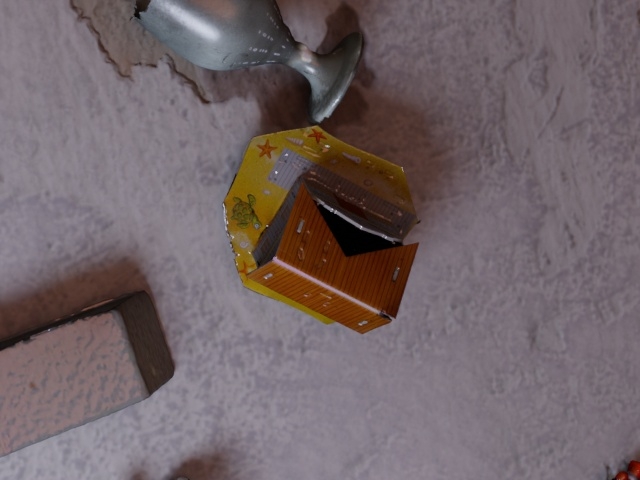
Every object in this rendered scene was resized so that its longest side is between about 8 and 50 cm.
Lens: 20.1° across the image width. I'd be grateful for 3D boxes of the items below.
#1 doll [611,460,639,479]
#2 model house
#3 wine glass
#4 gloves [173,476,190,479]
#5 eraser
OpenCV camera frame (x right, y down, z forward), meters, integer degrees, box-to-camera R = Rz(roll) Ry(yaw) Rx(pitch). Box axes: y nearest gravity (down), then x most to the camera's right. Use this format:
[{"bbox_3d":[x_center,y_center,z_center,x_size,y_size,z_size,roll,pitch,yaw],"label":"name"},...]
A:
[{"bbox_3d":[0.337,0.351,2.137,0.194,0.062,0.104,-53,143,-18],"label":"doll"},{"bbox_3d":[0.000,0.000,1.957,0.219,0.136,0.207,28,103,-19],"label":"model house"},{"bbox_3d":[-0.079,-0.229,1.967,0.241,0.126,0.126,26,83,-18],"label":"wine glass"},{"bbox_3d":[-0.180,0.361,1.954,0.127,0.111,0.212,17,62,3],"label":"gloves"},{"bbox_3d":[-0.323,0.159,1.918,0.352,0.077,0.111,-21,99,-17],"label":"eraser"}]
